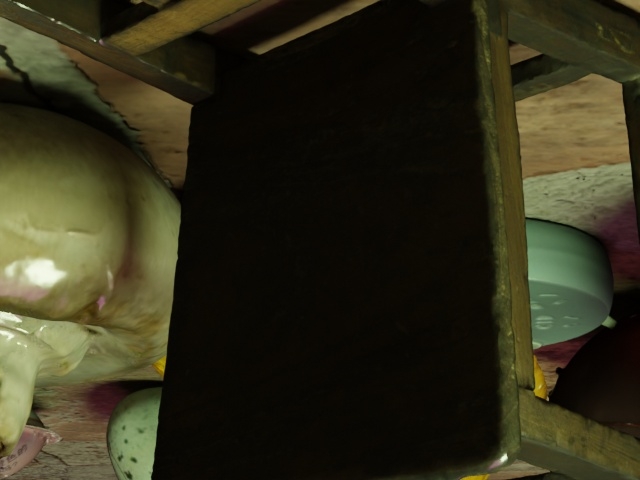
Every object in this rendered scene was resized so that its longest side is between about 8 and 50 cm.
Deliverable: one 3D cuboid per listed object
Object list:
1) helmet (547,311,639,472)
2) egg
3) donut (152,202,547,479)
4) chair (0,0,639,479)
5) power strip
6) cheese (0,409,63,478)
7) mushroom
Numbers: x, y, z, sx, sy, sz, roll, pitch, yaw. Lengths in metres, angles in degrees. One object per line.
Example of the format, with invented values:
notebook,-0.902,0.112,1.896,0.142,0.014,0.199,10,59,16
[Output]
helmet,0.264,0.143,1.152,0.216,0.193,0.189,7,179,21
egg,-0.120,0.189,1.421,0.131,0.131,0.164,-12,134,33
donut,0.003,0.077,0.985,0.277,0.108,0.277,27,162,10
chair,0.000,0.000,0.667,0.416,0.241,0.203,16,158,-41
power strip,0.129,0.032,1.063,0.137,0.044,0.216,-13,156,33
cheese,-0.332,0.187,1.482,0.188,0.074,0.286,2,165,-3
mushroom,-0.175,0.024,0.839,0.226,0.178,0.226,-2,152,-1
